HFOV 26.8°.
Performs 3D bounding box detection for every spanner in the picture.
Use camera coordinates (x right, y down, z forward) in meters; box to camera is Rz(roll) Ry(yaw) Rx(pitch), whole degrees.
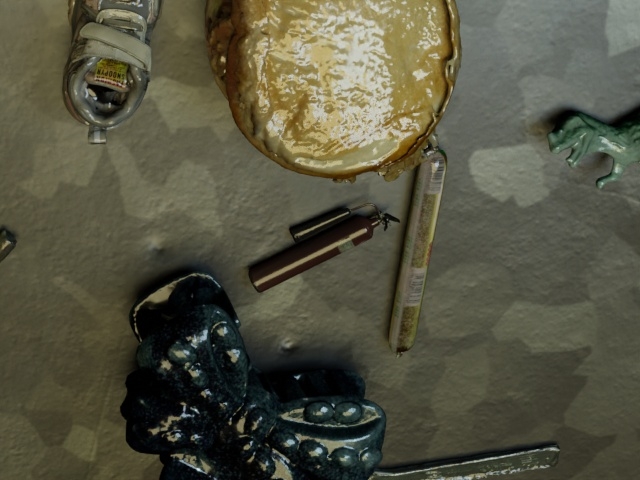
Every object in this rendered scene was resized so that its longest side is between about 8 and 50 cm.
[{"bbox_3d":[0.130,0.279,1.616,0.325,0.026,0.093,-8,118,-7],"label":"spanner"}]

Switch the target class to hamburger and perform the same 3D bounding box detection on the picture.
[{"bbox_3d":[0.025,-0.180,1.288,0.286,0.146,0.243,38,100,-18],"label":"hamburger"}]

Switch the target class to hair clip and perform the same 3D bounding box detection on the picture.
[{"bbox_3d":[-0.089,0.189,1.444,0.310,0.194,0.206,35,101,-22],"label":"hair clip"}]

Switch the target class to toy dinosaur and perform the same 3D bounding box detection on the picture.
[{"bbox_3d":[0.426,-0.096,1.431,0.383,0.076,0.129,-9,95,-12],"label":"toy dinosaur"}]

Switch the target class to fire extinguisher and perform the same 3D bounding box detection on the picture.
[{"bbox_3d":[0.000,0.000,1.443,0.173,0.035,0.049,-26,81,5],"label":"fire extinguisher"}]

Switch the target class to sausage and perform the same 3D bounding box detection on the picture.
[{"bbox_3d":[0.105,0.015,1.464,0.033,0.033,0.269,2,117,-11],"label":"sausage"}]

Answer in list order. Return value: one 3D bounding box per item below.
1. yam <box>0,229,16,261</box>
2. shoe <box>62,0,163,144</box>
[{"bbox_3d":[-0.400,0.076,1.416,0.029,0.027,0.234,44,105,-1],"label":"yam"},{"bbox_3d":[-0.202,-0.178,1.276,0.089,0.092,0.180,11,115,-14],"label":"shoe"}]
